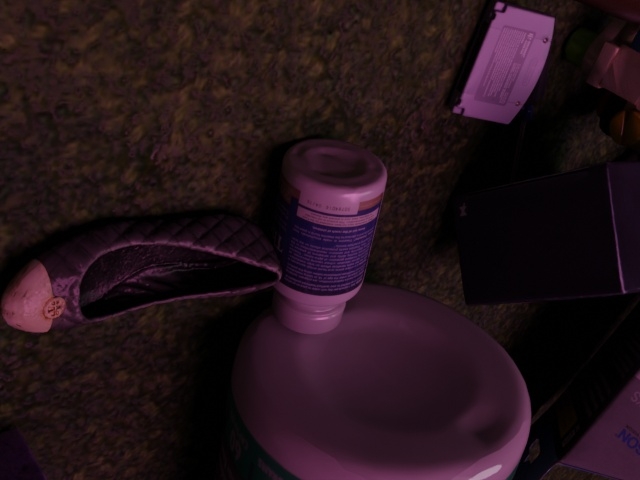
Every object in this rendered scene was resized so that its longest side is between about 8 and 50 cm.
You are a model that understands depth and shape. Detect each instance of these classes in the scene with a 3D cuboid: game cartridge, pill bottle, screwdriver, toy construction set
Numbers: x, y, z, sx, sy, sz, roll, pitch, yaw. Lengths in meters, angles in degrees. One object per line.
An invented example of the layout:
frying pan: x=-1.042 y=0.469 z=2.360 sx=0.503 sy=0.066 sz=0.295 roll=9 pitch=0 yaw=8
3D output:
game cartridge: x=0.129 y=-0.124 z=0.652 sx=0.056 sy=0.017 sz=0.083 roll=10 pitch=119 yaw=-20
pill bottle: x=0.000 y=0.000 z=0.603 sx=0.067 sy=0.067 sz=0.120 roll=-17 pitch=133 yaw=-35
screwdriver: x=0.162 y=-0.085 z=0.730 sx=0.025 sy=0.024 sz=0.170 roll=-10 pitch=138 yaw=-2
pill bottle: x=0.014 y=0.229 z=0.707 sx=0.204 sy=0.204 sz=0.361 roll=-16 pitch=132 yaw=-36
toy construction set: x=0.330 y=-0.165 z=0.739 sx=0.328 sy=0.151 sz=0.215 roll=-1 pitch=123 yaw=-32

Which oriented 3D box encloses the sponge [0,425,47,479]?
sponge: x=-0.235 y=0.200 z=0.501 sx=0.210 sy=0.117 sz=0.031 roll=-30 pitch=138 yaw=-22

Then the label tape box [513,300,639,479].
label tape box: x=0.341 y=0.156 z=0.963 sx=0.333 sy=0.106 sz=0.240 roll=-52 pitch=172 yaw=9

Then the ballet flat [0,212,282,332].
ballet flat: x=-0.098 y=0.018 z=0.535 sx=0.173 sy=0.049 sz=0.057 roll=-15 pitch=131 yaw=-37

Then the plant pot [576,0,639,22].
plant pot: x=0.175 y=-0.203 z=0.535 sx=0.165 sy=0.167 sz=0.167 roll=4 pitch=119 yaw=-56

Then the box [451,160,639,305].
box: x=0.213 y=-0.005 z=0.710 sx=0.158 sy=0.156 sz=0.093 roll=-4 pitch=86 yaw=-34

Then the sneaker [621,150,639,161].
sneaker: x=0.359 y=-0.060 z=0.890 sx=0.272 sy=0.100 sz=0.108 roll=-27 pitch=133 yaw=-27
